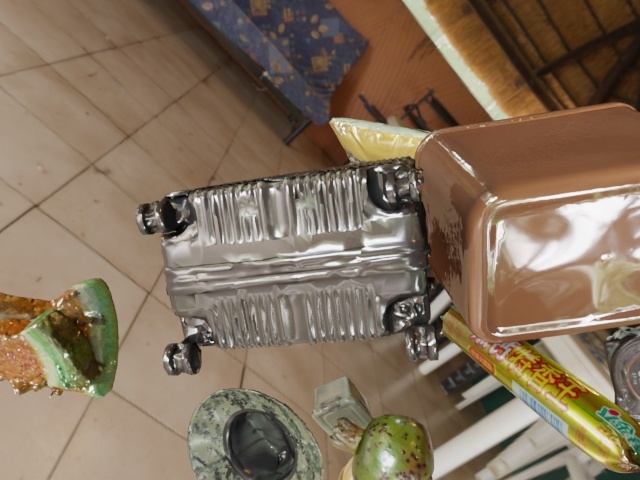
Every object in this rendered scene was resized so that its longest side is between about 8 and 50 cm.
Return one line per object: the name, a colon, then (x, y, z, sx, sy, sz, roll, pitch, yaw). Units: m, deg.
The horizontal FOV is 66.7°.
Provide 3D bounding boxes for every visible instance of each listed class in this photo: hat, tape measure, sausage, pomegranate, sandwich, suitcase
hat: (-0.104, 0.364, 0.881, 0.265, 0.265, 0.128, 50, 15, -1)
tape measure: (0.630, 0.244, 0.895, 0.107, 0.181, 0.182, -12, 95, -52)
sausage: (0.292, 0.191, 0.658, 0.082, 0.082, 0.371, 41, 0, -26)
pomegranate: (0.138, 0.479, 1.101, 0.248, 0.202, 0.202, 22, 5, 24)
sandwich: (-0.549, 0.183, 0.944, 0.301, 0.162, 0.250, 6, 72, -29)
suitcase: (0.000, 0.000, 0.521, 0.335, 0.230, 0.152, -43, 126, -75)

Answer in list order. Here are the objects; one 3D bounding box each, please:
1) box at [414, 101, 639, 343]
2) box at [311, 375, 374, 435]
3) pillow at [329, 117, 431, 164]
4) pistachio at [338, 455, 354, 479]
box: (0.324, -0.027, 0.665, 0.229, 0.340, 0.239, -96, 178, -62)
box: (0.060, 0.428, 1.241, 0.172, 0.124, 0.092, 56, 16, -34)
pillow: (0.198, -0.192, 1.243, 0.312, 0.119, 0.310, 18, -20, 30)
pistachio: (0.170, 0.721, 1.414, 0.309, 0.230, 0.229, -20, 64, -28)
